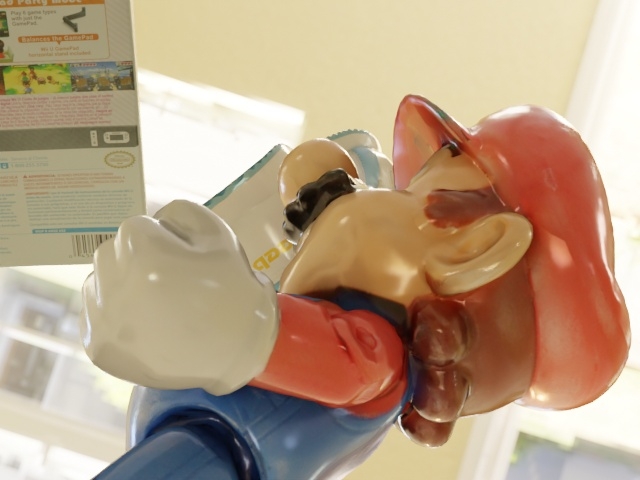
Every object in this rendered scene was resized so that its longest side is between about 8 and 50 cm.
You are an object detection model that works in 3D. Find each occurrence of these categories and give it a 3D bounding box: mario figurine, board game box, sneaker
[{"bbox_3d":[-0.028,0.039,0.653,0.198,0.320,0.170,3,124,59],"label":"mario figurine"},{"bbox_3d":[-0.221,-0.118,1.050,0.224,0.097,0.303,-2,136,-4],"label":"board game box"},{"bbox_3d":[0.000,0.000,0.933,0.092,0.087,0.229,54,-162,3],"label":"sneaker"}]
